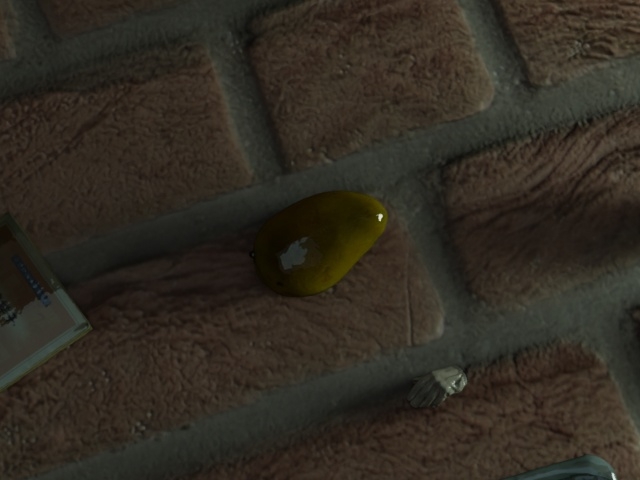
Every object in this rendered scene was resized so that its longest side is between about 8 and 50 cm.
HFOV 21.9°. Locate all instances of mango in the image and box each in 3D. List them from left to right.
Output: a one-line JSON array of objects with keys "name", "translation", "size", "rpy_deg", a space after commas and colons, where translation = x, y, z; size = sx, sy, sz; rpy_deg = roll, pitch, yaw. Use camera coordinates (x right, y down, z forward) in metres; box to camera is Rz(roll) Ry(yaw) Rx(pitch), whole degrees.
[{"name": "mango", "translation": [0.000, 0.000, 1.845], "size": [0.161, 0.076, 0.103], "rpy_deg": [-31, 74, -11]}]

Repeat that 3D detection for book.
[{"name": "book", "translation": [-0.401, 0.100, 1.845], "size": [0.242, 0.018, 0.170], "rpy_deg": [-36, 79, -8]}]

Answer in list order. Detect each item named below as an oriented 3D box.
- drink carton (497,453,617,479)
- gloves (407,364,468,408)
[{"name": "drink carton", "translation": [0.252, 0.328, 1.717], "size": [0.191, 0.189, 0.185], "rpy_deg": [-14, 83, -3]}, {"name": "gloves", "translation": [0.132, 0.158, 1.833], "size": [0.081, 0.037, 0.044], "rpy_deg": [-38, 44, -3]}]
